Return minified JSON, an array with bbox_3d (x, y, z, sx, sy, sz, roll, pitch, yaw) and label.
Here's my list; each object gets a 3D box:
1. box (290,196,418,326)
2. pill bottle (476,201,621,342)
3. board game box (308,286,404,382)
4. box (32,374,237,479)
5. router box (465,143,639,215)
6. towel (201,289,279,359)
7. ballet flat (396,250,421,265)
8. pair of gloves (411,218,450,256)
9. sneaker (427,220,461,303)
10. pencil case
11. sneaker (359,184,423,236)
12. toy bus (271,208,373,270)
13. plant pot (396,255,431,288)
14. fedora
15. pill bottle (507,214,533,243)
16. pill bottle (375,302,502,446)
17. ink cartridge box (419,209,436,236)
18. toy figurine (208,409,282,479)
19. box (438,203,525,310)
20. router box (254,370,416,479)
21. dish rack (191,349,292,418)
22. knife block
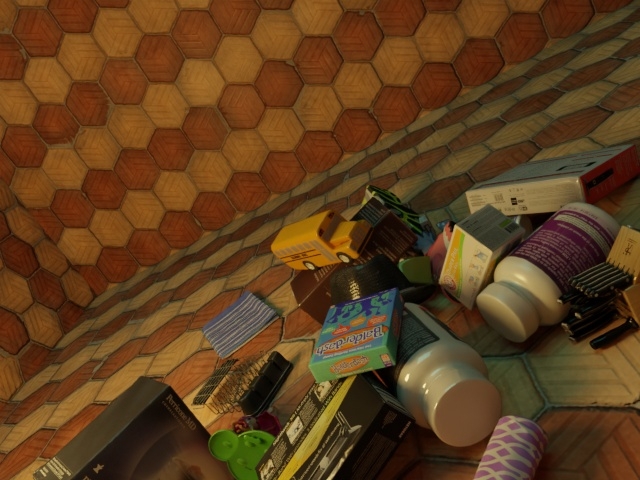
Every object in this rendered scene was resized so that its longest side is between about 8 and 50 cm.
[{"bbox_3d":[0.092,0.065,1.678,0.381,0.143,0.191,-45,19,5],"label":"box"},{"bbox_3d":[0.471,0.068,1.163,0.302,0.169,0.169,-37,19,-16],"label":"pill bottle"},{"bbox_3d":[0.077,0.182,1.111,0.160,0.047,0.210,-19,20,20],"label":"board game box"},{"bbox_3d":[-0.376,0.501,1.199,0.183,0.296,0.294,-8,31,52],"label":"box"},{"bbox_3d":[0.618,-0.156,1.509,0.301,0.082,0.336,-25,12,-33],"label":"router box"},{"bbox_3d":[-0.295,0.290,2.003,0.243,0.040,0.336,-38,20,-14],"label":"towel"},{"bbox_3d":[0.256,0.071,1.637,0.080,0.073,0.232,-29,19,14],"label":"ballet flat"},{"bbox_3d":[0.361,-0.008,1.699,0.198,0.023,0.159,-21,26,-5],"label":"pair of gloves"},{"bbox_3d":[0.340,0.081,1.482,0.136,0.116,0.313,-49,12,31],"label":"sneaker"},{"bbox_3d":[0.280,0.364,0.846,0.086,0.088,0.206,-21,22,49],"label":"pencil case"},{"bbox_3d":[0.239,-0.057,1.945,0.384,0.145,0.147,-114,43,-62],"label":"sneaker"},{"bbox_3d":[0.000,0.000,1.593,0.333,0.130,0.108,-17,36,57],"label":"toy bus"},{"bbox_3d":[0.243,0.090,1.492,0.084,0.081,0.081,2,-23,-2],"label":"plant pot"},{"bbox_3d":[0.120,0.128,1.388,0.334,0.152,0.334,-23,-12,-5],"label":"fedora"},{"bbox_3d":[0.486,-0.023,1.505,0.137,0.078,0.078,-11,28,47],"label":"pill bottle"},{"bbox_3d":[0.212,0.252,1.093,0.176,0.176,0.318,-33,19,-4],"label":"pill bottle"},{"bbox_3d":[0.338,-0.049,1.794,0.028,0.083,0.048,-27,19,15],"label":"ink cartridge box"},{"bbox_3d":[-0.150,0.439,1.260,0.159,0.173,0.130,-73,6,-80],"label":"toy figurine"},{"bbox_3d":[0.353,0.040,1.250,0.114,0.203,0.103,-30,55,-26],"label":"box"},{"bbox_3d":[0.014,0.385,1.051,0.308,0.081,0.243,-55,21,1],"label":"router box"},{"bbox_3d":[-0.230,0.403,1.574,0.272,0.074,0.208,-18,22,39],"label":"dish rack"},{"bbox_3d":[0.594,0.105,1.044,0.276,0.241,0.088,12,17,-12],"label":"knife block"}]
